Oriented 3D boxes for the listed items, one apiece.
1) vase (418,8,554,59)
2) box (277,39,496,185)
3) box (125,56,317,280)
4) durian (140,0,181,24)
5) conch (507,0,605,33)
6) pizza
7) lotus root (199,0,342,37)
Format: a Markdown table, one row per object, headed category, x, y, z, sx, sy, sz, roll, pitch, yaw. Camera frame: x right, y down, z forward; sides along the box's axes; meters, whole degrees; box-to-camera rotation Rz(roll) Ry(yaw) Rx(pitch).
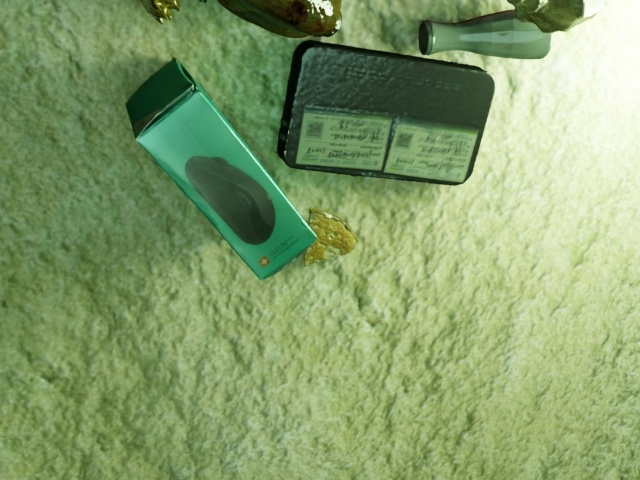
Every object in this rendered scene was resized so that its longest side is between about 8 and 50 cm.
| category | x | y | z | sx | sy | sz | roll | pitch | yaw |
| --- | --- | --- | --- | --- | --- | --- | --- | --- | --- |
| vase | 0.270 | -0.339 | 1.396 | 0.214 | 0.086 | 0.086 | -5 | 114 | -10 |
| box | 0.111 | -0.208 | 1.416 | 0.350 | 0.058 | 0.211 | 5 | 113 | -19 |
| box | -0.156 | -0.108 | 1.294 | 0.118 | 0.205 | 0.311 | -39 | 119 | -1 |
| durian | -0.234 | -0.424 | 1.146 | 0.138 | 0.183 | 0.250 | -33 | 120 | -24 |
| conch | 0.353 | -0.497 | 1.289 | 0.352 | 0.210 | 0.297 | -62 | 145 | -35 |
| pizza | 0.000 | 0.000 | 1.488 | 0.123 | 0.026 | 0.108 | 36 | 101 | -29 |
| lotus root | -0.064 | -0.371 | 1.230 | 0.241 | 0.124 | 0.123 | 12 | 89 | -48 |
